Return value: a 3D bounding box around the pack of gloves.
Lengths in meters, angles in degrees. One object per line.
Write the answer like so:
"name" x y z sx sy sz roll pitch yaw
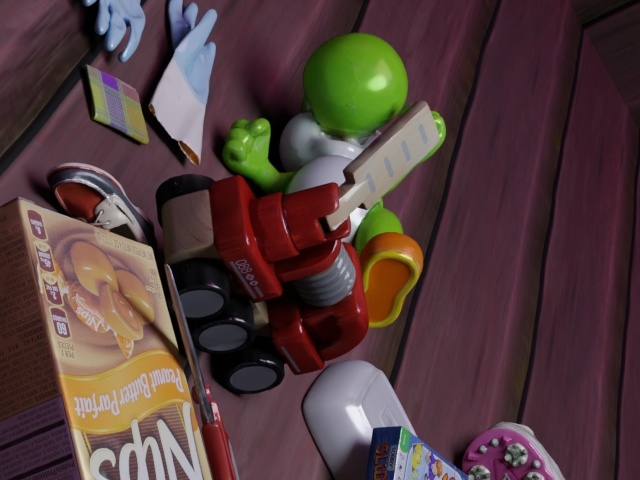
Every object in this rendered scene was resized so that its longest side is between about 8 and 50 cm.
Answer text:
"pack of gloves" -0.151 -0.215 1.733 0.195 0.046 0.232 53 22 -31

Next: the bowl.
"bowl" 0.048 0.191 1.770 0.142 0.053 0.142 64 23 -9

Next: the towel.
"towel" -0.186 -0.122 1.621 0.083 0.009 0.060 25 46 -57

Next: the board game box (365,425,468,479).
"board game box" 0.083 0.294 1.688 0.136 0.035 0.201 40 51 -46

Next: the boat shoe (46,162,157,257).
"boat shoe" -0.180 -0.018 1.482 0.137 0.049 0.043 46 31 -49

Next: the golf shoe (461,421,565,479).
"golf shoe" 0.267 0.342 2.034 0.306 0.115 0.140 67 16 -3

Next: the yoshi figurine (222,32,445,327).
"yoshi figurine" 0.020 -0.087 1.814 0.203 0.203 0.362 45 26 -28

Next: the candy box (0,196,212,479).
"candy box" -0.165 0.143 1.293 0.183 0.087 0.316 23 46 -61

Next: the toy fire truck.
"toy fire truck" 0.000 0.000 1.559 0.217 0.246 0.158 60 18 -53

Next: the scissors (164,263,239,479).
"scissors" -0.093 0.130 1.415 0.109 0.021 0.297 -99 176 -65
